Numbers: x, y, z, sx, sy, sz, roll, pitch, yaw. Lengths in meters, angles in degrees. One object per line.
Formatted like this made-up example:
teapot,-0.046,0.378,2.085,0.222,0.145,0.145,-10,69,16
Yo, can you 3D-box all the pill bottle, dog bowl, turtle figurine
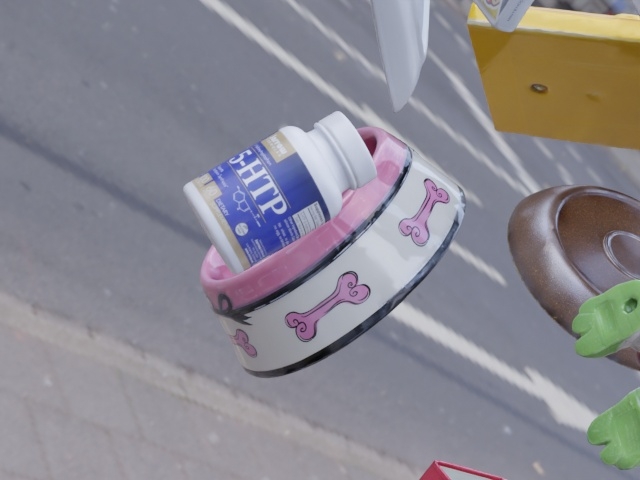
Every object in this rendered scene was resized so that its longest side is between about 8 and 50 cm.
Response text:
pill bottle,-0.040,-0.056,1.298,0.112,0.187,0.112,57,-6,10
dog bowl,0.000,0.000,1.744,0.150,0.408,0.408,50,15,-18
turtle figurine,0.274,0.156,0.941,0.266,0.197,0.275,31,-15,-35

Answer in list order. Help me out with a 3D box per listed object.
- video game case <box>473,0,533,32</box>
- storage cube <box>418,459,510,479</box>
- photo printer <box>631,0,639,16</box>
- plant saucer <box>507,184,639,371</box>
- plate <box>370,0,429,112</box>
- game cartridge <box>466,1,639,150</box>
video game case,0.152,-0.315,0.984,0.026,0.206,0.227,8,39,-33
storage cube,0.180,0.404,1.465,0.215,0.193,0.183,23,18,-46
photo printer,0.470,-0.248,1.272,0.256,0.107,0.307,48,-21,-4
plant saucer,0.383,0.033,1.534,0.311,0.050,0.310,17,42,-16
plate,0.091,-0.327,1.347,0.277,0.045,0.278,69,23,-61
game cartridge,0.377,-0.215,1.658,0.324,0.052,0.285,9,-22,20
